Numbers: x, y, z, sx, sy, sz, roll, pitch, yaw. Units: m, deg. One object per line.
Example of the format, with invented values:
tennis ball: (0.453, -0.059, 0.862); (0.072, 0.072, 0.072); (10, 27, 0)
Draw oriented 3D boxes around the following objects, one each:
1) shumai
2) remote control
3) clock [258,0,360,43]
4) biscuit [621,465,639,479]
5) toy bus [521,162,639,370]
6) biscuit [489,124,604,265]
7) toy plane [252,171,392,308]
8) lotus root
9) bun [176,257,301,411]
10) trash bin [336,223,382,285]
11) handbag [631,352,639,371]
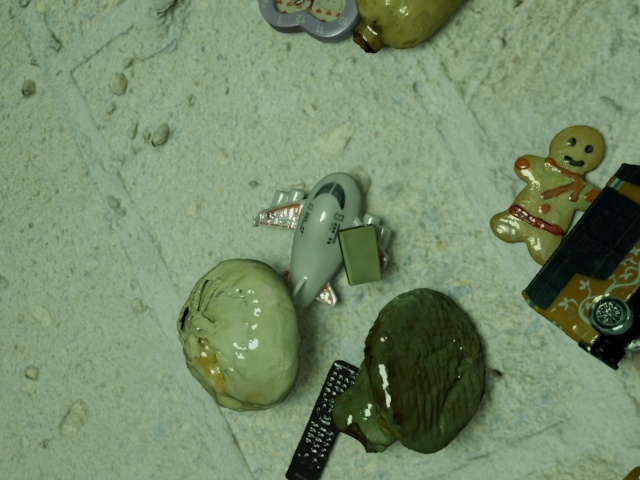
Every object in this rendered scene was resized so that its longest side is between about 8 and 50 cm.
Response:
shumai: (0.135, 0.219, 0.985); (0.222, 0.203, 0.272); (45, 62, -9)
remote control: (0.006, 0.337, 1.062); (0.063, 0.025, 0.245); (25, 95, 16)
clock: (-0.008, -0.456, 1.071); (0.198, 0.064, 0.172); (18, 93, 15)
biscuit: (0.445, 0.460, 0.924); (0.207, 0.047, 0.164); (-21, 84, 14)
toy bus: (0.453, 0.033, 0.871); (0.275, 0.138, 0.167); (-54, 42, 9)
biscuit: (0.386, -0.084, 0.969); (0.153, 0.030, 0.234); (32, 97, 12)
toy plane: (0.001, 0.000, 1.029); (0.252, 0.118, 0.252); (-1, 86, 13)
lotus root: (0.162, -0.435, 0.982); (0.160, 0.146, 0.284); (45, 100, 12)
bun: (-0.157, 0.167, 1.001); (0.287, 0.146, 0.287); (14, 108, 50)
trash bin: (0.066, 0.023, 0.956); (0.060, 0.043, 0.092); (-12, 95, -5)
handbag: (0.563, 0.150, 0.840); (0.116, 0.179, 0.205); (35, 98, 7)
